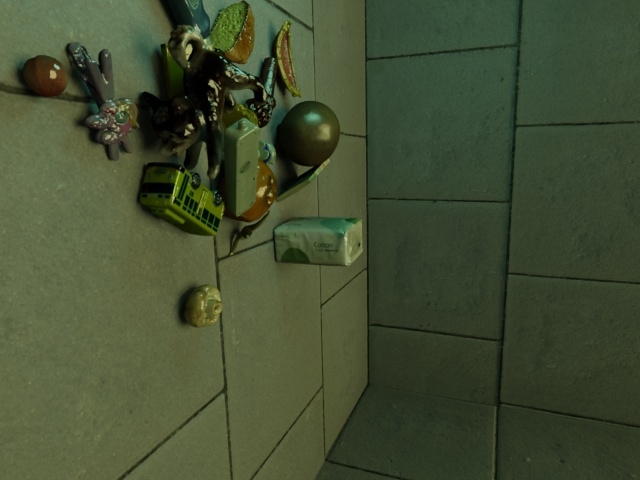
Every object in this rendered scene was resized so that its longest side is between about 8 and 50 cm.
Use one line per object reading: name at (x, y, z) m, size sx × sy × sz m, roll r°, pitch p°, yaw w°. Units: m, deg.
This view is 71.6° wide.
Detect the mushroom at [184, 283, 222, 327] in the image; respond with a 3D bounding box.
mushroom at (-0.379, 0.214, 1.444) m, size 0.148 × 0.112 × 0.148 m, roll -25°, pitch 119°, yaw -57°

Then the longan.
longan at (-0.053, -0.476, 1.991) m, size 0.297 × 0.297 × 0.298 m, roll 3°, pitch 90°, yaw -69°

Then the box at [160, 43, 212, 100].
box at (-0.385, -0.446, 1.347) m, size 0.153 × 0.041 × 0.279 m, roll -18°, pitch 114°, yaw -37°

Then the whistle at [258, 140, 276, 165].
whistle at (-0.237, -0.347, 1.750) m, size 0.110 × 0.092 × 0.244 m, roll 69°, pitch 19°, yaw -2°

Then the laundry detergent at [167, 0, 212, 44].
laundry detergent at (-0.398, -0.701, 1.321) m, size 0.143 × 0.094 × 0.290 m, roll -82°, pitch 165°, yaw -49°

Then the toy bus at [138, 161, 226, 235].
toy bus at (-0.404, -0.115, 1.316) m, size 0.262 × 0.127 × 0.150 m, roll 48°, pitch 52°, yaw -63°

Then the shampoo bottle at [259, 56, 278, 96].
shampoo bottle at (-0.222, -0.629, 1.807) m, size 0.067 × 0.068 × 0.237 m, roll 90°, pitch 7°, yaw -78°

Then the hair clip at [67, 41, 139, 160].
hair clip at (-0.516, -0.325, 1.061) m, size 0.137 × 0.090 × 0.279 m, roll -49°, pitch 138°, yaw -45°

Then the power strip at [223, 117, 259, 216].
power strip at (-0.236, -0.213, 1.320) m, size 0.091 × 0.062 × 0.385 m, roll -42°, pitch 164°, yaw -29°

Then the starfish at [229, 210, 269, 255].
starfish at (-0.270, -0.031, 1.664) m, size 0.223 × 0.050 × 0.217 m, roll -51°, pitch -164°, yaw -3°

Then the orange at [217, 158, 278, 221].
orange at (-0.260, -0.186, 1.600) m, size 0.249 × 0.183 × 0.249 m, roll 2°, pitch 90°, yaw -70°

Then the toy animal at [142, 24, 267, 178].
toy animal at (-0.360, -0.386, 1.239) m, size 0.302 × 0.194 × 0.345 m, roll 42°, pitch 71°, yaw -48°

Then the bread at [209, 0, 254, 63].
bread at (-0.296, -0.688, 1.527) m, size 0.134 × 0.129 × 0.261 m, roll 61°, pitch 39°, yaw -55°

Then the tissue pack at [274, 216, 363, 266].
tissue pack at (0.000, -0.002, 2.045) m, size 0.266 × 0.356 × 0.194 m, roll -35°, pitch 125°, yaw -64°

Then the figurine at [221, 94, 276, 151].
figurine at (-0.268, -0.443, 1.630) m, size 0.168 × 0.187 × 0.315 m, roll -57°, pitch -174°, yaw 31°

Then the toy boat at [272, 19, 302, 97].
toy boat at (-0.147, -0.783, 1.938) m, size 0.141 × 0.098 × 0.318 m, roll -53°, pitch 144°, yaw -49°

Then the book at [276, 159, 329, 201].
book at (-0.077, -0.281, 2.049) m, size 0.027 × 0.202 × 0.264 m, roll 55°, pitch 35°, yaw -15°

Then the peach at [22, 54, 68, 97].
peach at (-0.571, -0.341, 0.925) m, size 0.083 × 0.083 × 0.083 m, roll 3°, pitch 90°, yaw -69°
